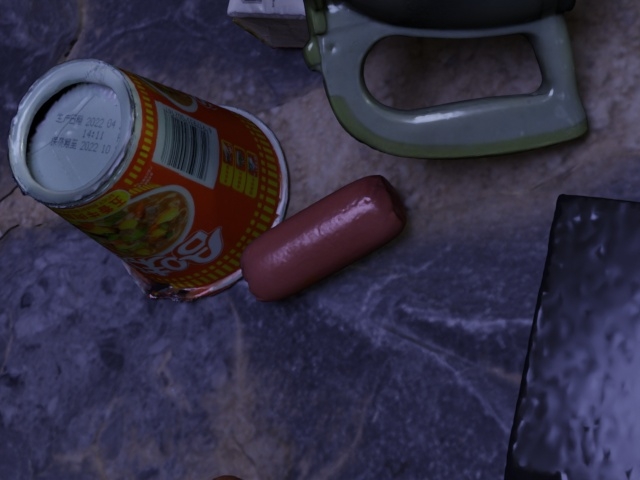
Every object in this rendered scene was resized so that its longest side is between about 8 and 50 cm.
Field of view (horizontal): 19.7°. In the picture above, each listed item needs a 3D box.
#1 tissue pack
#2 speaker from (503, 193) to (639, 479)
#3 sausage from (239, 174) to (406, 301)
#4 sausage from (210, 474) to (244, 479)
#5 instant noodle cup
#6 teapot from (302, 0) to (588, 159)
[{"bbox_3d":[-0.006,-0.252,1.640,0.106,0.099,0.148,7,78,28],"label":"tissue pack"},{"bbox_3d":[0.282,0.114,1.326,0.232,0.184,0.254,7,81,30],"label":"speaker"},{"bbox_3d":[0.000,0.000,1.582,0.154,0.062,0.062,-29,63,17],"label":"sausage"},{"bbox_3d":[-0.006,0.314,1.455,0.304,0.121,0.121,38,94,30],"label":"sausage"},{"bbox_3d":[-0.159,-0.061,1.598,0.193,0.212,0.193,-9,71,26],"label":"instant noodle cup"},{"bbox_3d":[0.086,-0.243,1.516,0.239,0.321,0.239,-15,36,4],"label":"teapot"}]
